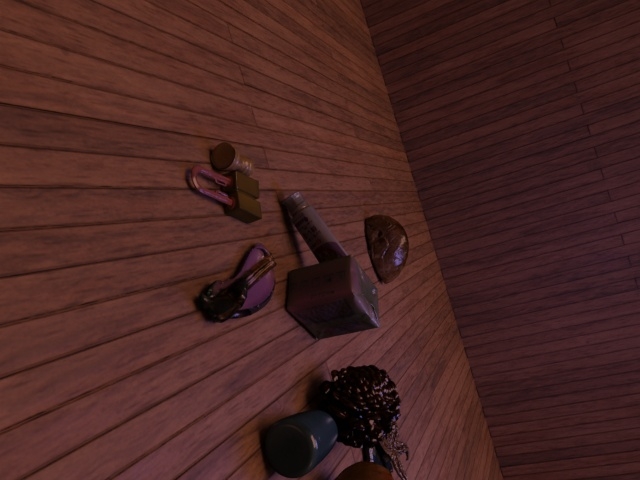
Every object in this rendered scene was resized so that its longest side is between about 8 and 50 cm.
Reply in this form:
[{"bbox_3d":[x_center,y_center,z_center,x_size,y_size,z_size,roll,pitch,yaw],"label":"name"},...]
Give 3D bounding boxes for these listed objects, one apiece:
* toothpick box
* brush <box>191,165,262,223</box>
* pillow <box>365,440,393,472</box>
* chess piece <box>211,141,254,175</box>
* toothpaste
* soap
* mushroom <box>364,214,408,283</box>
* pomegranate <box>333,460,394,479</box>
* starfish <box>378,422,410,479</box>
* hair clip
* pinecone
[{"bbox_3d":[-0.033,0.435,1.219,0.184,0.120,0.120,17,59,-68],"label":"toothpick box"},{"bbox_3d":[-0.216,-0.116,1.278,0.233,0.047,0.103,24,55,-62],"label":"brush"},{"bbox_3d":[0.168,0.582,1.706,0.189,0.034,0.256,32,45,-59],"label":"pillow"},{"bbox_3d":[-0.206,-0.187,1.343,0.122,0.066,0.066,25,51,-70],"label":"chess piece"},{"bbox_3d":[0.000,0.000,1.565,0.073,0.114,0.299,-27,80,-49],"label":"toothpaste"},{"bbox_3d":[0.036,0.154,1.484,0.182,0.199,0.138,50,34,-43],"label":"soap"},{"bbox_3d":[0.281,0.021,2.235,0.156,0.151,0.286,16,59,-63],"label":"mushroom"},{"bbox_3d":[0.103,0.625,1.299,0.207,0.207,0.207,49,32,-46],"label":"pomegranate"},{"bbox_3d":[0.219,0.628,1.693,0.213,0.057,0.238,34,42,-50],"label":"starfish"},{"bbox_3d":[-0.159,0.100,1.250,0.110,0.096,0.359,36,15,2],"label":"hair clip"},{"bbox_3d":[0.100,0.433,1.432,0.221,0.221,0.221,49,32,-46],"label":"pinecone"}]
